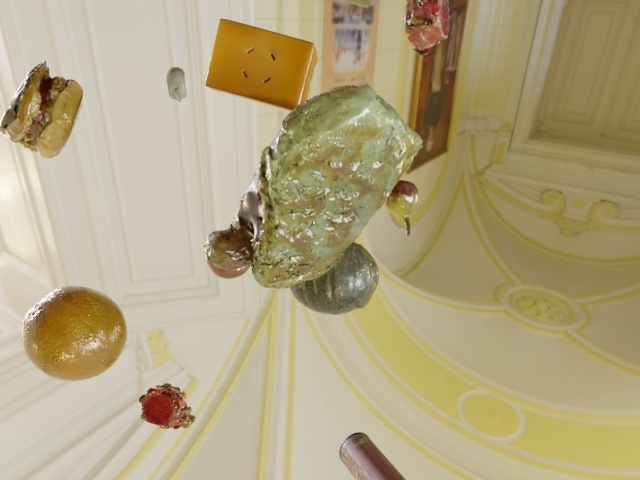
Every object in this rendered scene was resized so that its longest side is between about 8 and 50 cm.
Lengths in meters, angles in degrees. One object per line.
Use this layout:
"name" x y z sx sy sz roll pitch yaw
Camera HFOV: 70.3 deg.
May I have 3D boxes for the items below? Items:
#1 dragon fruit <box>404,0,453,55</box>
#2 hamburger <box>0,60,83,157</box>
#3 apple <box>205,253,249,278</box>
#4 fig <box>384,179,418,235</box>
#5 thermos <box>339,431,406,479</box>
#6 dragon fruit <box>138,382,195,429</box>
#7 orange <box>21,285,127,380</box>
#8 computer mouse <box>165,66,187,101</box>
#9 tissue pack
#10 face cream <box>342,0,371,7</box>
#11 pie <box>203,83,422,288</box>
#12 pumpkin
"dragon fruit" 0.419 -0.854 1.722 0.147 0.281 0.211 15 -150 38
"hamburger" -0.770 -0.361 1.277 0.163 0.244 0.244 31 -169 -31
"apple" -0.403 0.068 1.990 0.201 0.200 0.162 -19 -166 -36
"fig" 0.332 -0.141 1.926 0.143 0.230 0.160 11 180 16
"thermos" 0.167 0.679 1.243 0.110 0.136 0.330 27 179 -27
"dragon fruit" -0.494 0.559 1.502 0.133 0.207 0.150 -35 -147 14
"orange" -0.700 0.264 1.306 0.275 0.273 0.274 2 -154 -1
"computer mouse" -0.417 -0.454 1.311 0.056 0.110 0.032 -12 172 -2
"tissue pack" -0.165 -0.499 1.324 0.275 0.194 0.145 17 -168 2
"face cream" -0.017 -0.732 1.247 0.342 0.137 0.084 13 -124 -8
"pie" 0.022 -0.090 0.856 0.180 0.418 0.395 51 -150 19
"pumpkin" 0.049 0.111 1.485 0.292 0.257 0.328 -3 180 26
